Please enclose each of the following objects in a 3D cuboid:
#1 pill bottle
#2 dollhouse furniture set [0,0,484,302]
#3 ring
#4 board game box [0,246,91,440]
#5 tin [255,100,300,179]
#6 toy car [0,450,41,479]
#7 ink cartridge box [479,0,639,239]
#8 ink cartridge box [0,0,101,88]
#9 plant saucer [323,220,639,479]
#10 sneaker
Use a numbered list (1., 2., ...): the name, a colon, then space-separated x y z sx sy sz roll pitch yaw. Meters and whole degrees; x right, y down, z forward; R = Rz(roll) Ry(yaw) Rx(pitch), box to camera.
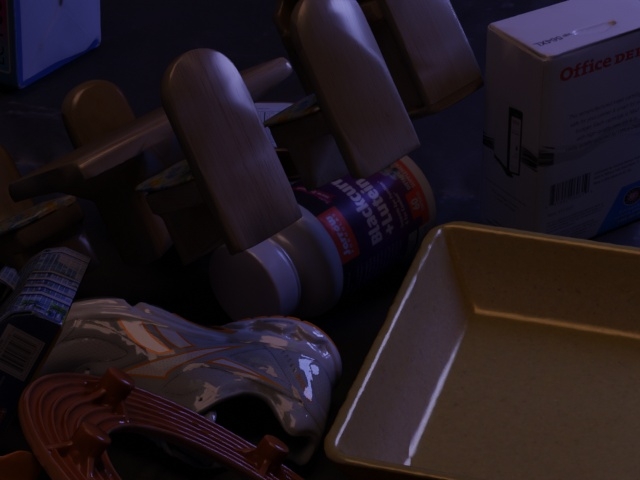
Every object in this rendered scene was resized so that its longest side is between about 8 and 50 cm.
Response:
1. pill bottle: 0.000 0.000 1.567 0.108 0.108 0.193 24 40 34
2. dollhouse furniture set: -0.088 -0.156 1.530 0.394 0.256 0.362 -31 11 -36
3. ring: -0.038 0.175 1.170 0.336 0.032 0.336 34 8 -6
4. board game box: -0.234 0.093 1.297 0.060 0.194 0.194 29 14 -9
5. tin: -0.081 -0.098 1.794 0.190 0.040 0.106 0 28 1
6. toy car: -0.185 0.210 1.116 0.210 0.238 0.219 -21 38 -28
7. ink cartridge box: 0.224 -0.105 1.639 0.148 0.203 0.086 -19 37 -27
8. ink cartridge box: -0.431 -0.347 1.976 0.395 0.270 0.151 19 32 28
9. plant saucer: 0.204 0.121 1.398 0.333 0.081 0.333 9 33 15
10. sneaker: -0.117 0.116 1.402 0.262 0.099 0.121 0 37 3
